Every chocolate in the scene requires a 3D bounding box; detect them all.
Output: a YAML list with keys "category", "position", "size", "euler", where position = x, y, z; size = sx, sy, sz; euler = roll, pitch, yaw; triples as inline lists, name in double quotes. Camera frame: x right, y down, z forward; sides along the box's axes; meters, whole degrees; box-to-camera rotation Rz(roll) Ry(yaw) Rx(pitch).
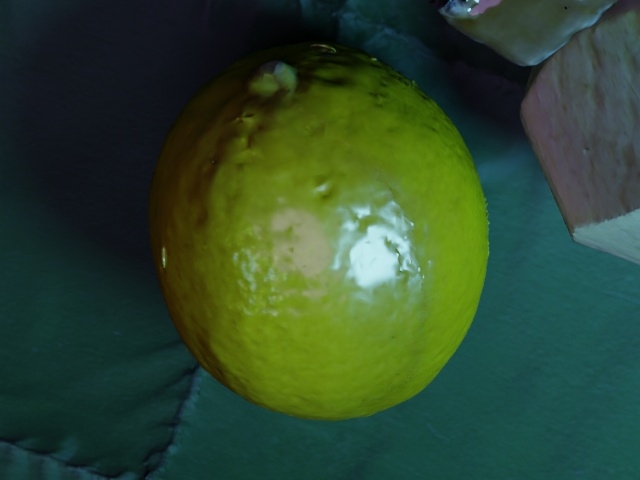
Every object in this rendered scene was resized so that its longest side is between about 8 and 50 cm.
- category: "chocolate"
  position: [0.123, -0.210, 0.853]
  size: [0.093, 0.214, 0.148]
  euler: [31, 121, -29]

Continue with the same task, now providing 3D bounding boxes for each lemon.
- category: "lemon"
  position: [0.000, -0.004, 0.978]
  size: [0.236, 0.236, 0.263]
  euler: [12, 153, 3]

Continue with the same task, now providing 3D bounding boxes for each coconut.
- category: "coconut"
  position: [0.257, -0.080, 0.886]
  size: [0.259, 0.259, 0.259]
  euler: [5, 122, 8]
